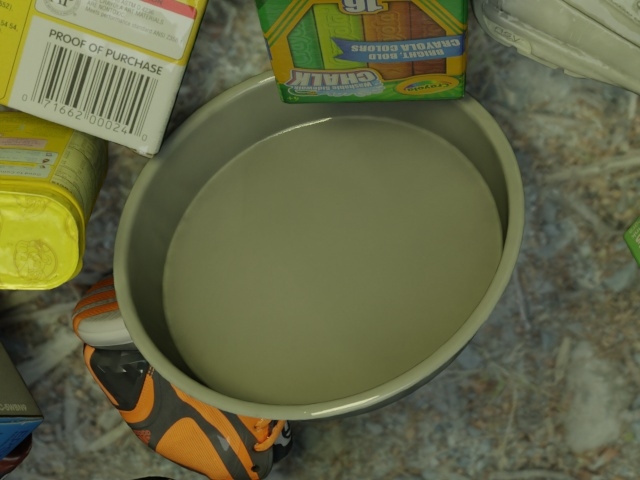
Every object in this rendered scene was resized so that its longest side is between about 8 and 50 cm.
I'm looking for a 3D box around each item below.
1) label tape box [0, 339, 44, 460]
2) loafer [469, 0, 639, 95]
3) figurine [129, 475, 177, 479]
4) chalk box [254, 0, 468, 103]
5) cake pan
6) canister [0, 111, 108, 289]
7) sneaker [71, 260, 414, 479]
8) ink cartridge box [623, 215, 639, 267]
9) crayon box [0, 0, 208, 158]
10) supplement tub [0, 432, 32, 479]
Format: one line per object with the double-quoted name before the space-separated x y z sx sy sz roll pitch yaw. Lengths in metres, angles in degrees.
"label tape box" -0.391 0.075 1.012 0.240 0.106 0.334 -42 68 17
"loafer" 0.264 -0.148 0.936 0.319 0.112 0.111 20 121 -9
"figurine" -0.067 0.246 1.084 0.209 0.092 0.215 10 157 1
"chalk box" 0.031 -0.172 0.885 0.132 0.213 0.132 -2 70 6
"cake pan" 0.000 0.000 0.931 0.293 0.293 0.054 -16 146 7
"canister" -0.222 -0.034 0.951 0.126 0.170 0.073 3 114 -1
"sneaker" -0.021 0.085 1.048 0.321 0.124 0.180 -11 119 16
"ink cartridge box" 0.351 0.065 0.944 0.198 0.273 0.115 34 110 -14
"crayon box" -0.156 -0.239 0.907 0.202 0.081 0.318 19 113 -8
"supplement tub" -0.338 0.196 1.091 0.198 0.106 0.106 -41 108 17
